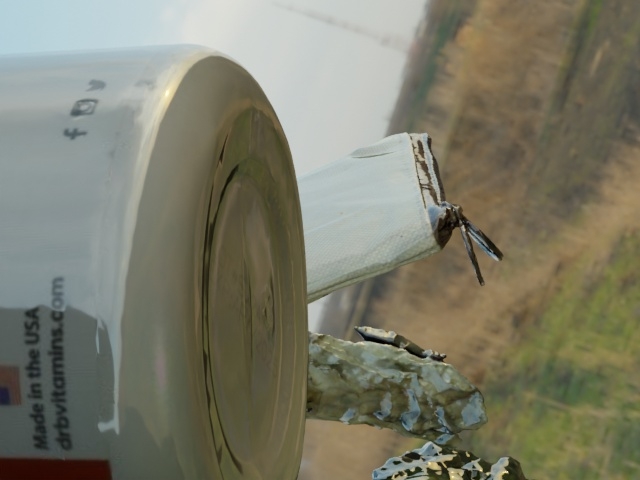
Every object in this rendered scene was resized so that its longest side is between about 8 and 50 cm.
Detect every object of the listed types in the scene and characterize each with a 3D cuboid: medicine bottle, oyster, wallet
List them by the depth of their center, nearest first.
[{"bbox_3d":[-0.157,0.026,0.400,0.157,0.289,0.157,-2,-90,-78],"label":"medicine bottle"},{"bbox_3d":[0.006,0.096,0.833,0.106,0.200,0.061,87,-165,-45],"label":"oyster"},{"bbox_3d":[0.000,-0.003,1.137,0.335,0.275,0.068,-94,-17,-72],"label":"wallet"}]

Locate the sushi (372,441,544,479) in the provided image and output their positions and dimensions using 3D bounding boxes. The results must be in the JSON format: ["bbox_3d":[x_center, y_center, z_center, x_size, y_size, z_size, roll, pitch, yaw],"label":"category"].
[{"bbox_3d":[0.086,0.337,1.145,0.352,0.178,0.294,-51,-28,-37],"label":"sushi"}]
